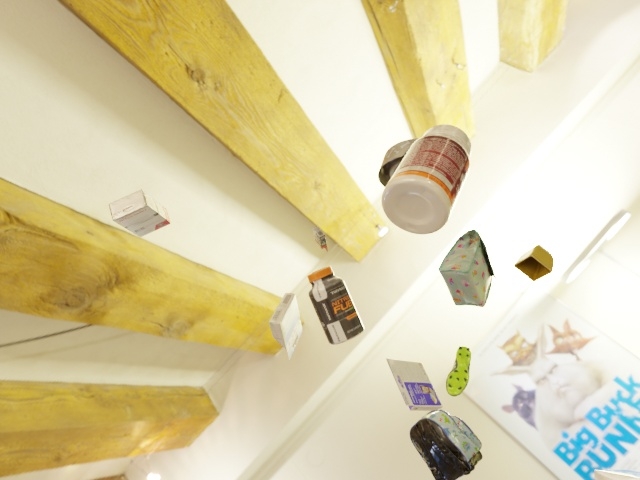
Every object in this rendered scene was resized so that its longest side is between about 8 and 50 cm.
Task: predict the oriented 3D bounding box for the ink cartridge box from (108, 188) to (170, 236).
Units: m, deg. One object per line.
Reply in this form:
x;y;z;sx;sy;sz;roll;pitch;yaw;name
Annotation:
-0.483;-0.071;1.186;0.099;0.056;0.135;-24;-20;-1;ink cartridge box

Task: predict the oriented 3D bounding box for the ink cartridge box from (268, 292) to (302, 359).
-0.140;0.361;1.852;0.181;0.056;0.224;-62;-28;-50;ink cartridge box

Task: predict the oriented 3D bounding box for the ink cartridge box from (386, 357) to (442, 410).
0.359;0.570;1.743;0.209;0.206;0.045;17;-55;-33;ink cartridge box

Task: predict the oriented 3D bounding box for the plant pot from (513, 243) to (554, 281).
0.669;0.061;1.365;0.083;0.082;0.081;-48;-5;-33;plant pot

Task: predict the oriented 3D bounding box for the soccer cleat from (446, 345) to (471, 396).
0.416;0.396;1.312;0.178;0.060;0.072;-54;-37;-43;soccer cleat

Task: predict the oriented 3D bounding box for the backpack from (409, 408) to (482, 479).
0.230;0.376;0.821;0.084;0.114;0.105;-15;-33;-44;backpack

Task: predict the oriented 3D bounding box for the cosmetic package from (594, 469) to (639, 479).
0.682;0.699;0.933;0.285;0.098;0.376;24;-115;-38;cosmetic package

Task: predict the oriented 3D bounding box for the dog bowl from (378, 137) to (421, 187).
0.434;-0.325;1.965;0.348;0.349;0.102;58;-146;-60;dog bowl

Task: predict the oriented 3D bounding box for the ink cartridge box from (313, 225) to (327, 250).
0.000;0.000;1.881;0.029;0.062;0.115;-25;-41;-14;ink cartridge box

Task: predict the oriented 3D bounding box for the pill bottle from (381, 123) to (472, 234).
0.376;-0.220;1.498;0.392;0.224;0.224;-55;-19;-39;pill bottle

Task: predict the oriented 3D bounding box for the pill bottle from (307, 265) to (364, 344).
0.042;0.211;1.467;0.131;0.245;0.130;-24;-3;-1;pill bottle

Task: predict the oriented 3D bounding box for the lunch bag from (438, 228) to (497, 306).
0.626;0.111;1.831;0.262;0.160;0.223;-52;-55;-34;lunch bag
